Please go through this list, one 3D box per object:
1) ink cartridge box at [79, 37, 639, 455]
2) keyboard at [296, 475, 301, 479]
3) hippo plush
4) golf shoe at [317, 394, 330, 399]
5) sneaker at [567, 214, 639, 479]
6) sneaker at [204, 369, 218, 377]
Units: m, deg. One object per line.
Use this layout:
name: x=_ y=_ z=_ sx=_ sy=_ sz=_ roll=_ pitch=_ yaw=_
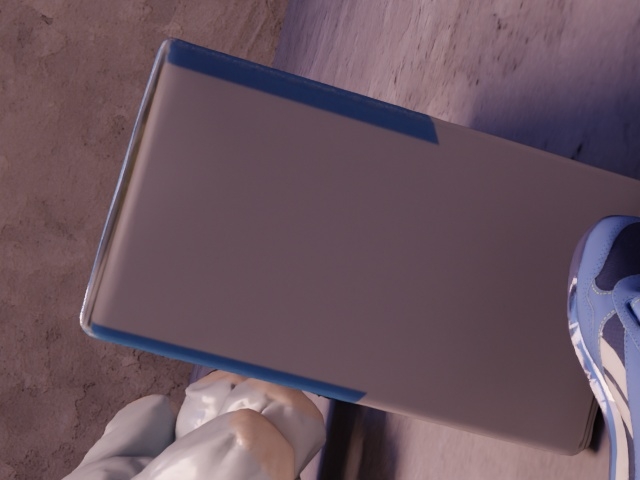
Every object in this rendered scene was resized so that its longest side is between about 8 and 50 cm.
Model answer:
ink cartridge box: x=0.000 y=0.000 z=0.564 sx=0.307 sy=0.223 sz=0.129 roll=-167 pitch=91 yaw=-80
keyboard: x=-0.044 y=0.144 z=0.893 sx=0.072 sy=0.014 sz=0.256 roll=136 pitch=121 yaw=-75
hippo plush: x=-0.082 y=0.252 z=0.750 sx=0.234 sy=0.236 sz=0.294 roll=-19 pitch=11 yaw=32
golf shoe: x=0.005 y=0.092 z=0.874 sx=0.176 sy=0.069 sz=0.086 roll=158 pitch=131 yaw=-77
sneaker: x=0.121 y=0.046 z=0.334 sx=0.059 sy=0.053 sz=0.144 roll=116 pitch=156 yaw=-52
sneaker: x=-0.120 y=0.299 z=1.087 sx=0.178 sy=0.124 sz=0.295 roll=-97 pitch=15 yaw=-76
